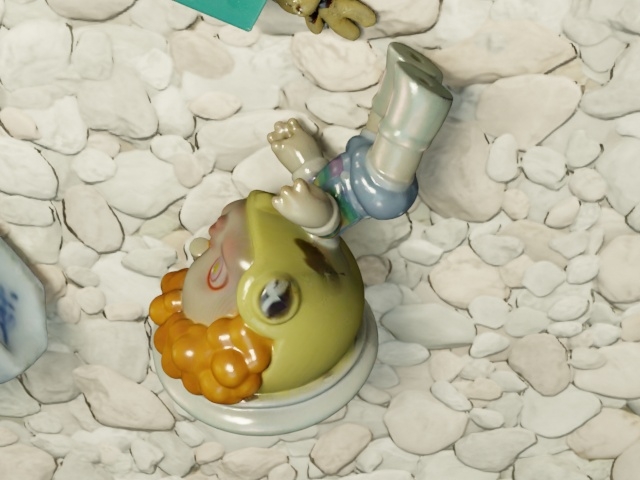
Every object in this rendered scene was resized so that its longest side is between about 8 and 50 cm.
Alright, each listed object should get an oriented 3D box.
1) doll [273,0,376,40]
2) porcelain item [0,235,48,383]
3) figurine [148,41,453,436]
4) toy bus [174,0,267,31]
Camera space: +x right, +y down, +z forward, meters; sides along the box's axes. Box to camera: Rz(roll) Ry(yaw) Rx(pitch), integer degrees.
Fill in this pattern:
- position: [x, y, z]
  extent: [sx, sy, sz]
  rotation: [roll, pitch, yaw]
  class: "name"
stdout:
- position: [0.003, -0.206, 1.315]
  extent: [0.093, 0.051, 0.061]
  rotation: [10, 138, -44]
  class: "doll"
- position: [-0.480, 0.113, 1.535]
  extent: [0.405, 0.178, 0.242]
  rotation: [-23, 124, 20]
  class: "porcelain item"
- position: [0.004, 0.015, 1.376]
  extent: [0.205, 0.224, 0.382]
  rotation: [25, 128, -21]
  class: "figurine"
- position: [-0.112, -0.240, 1.250]
  extent: [0.160, 0.092, 0.079]
  rotation: [22, 128, -13]
  class: "toy bus"
